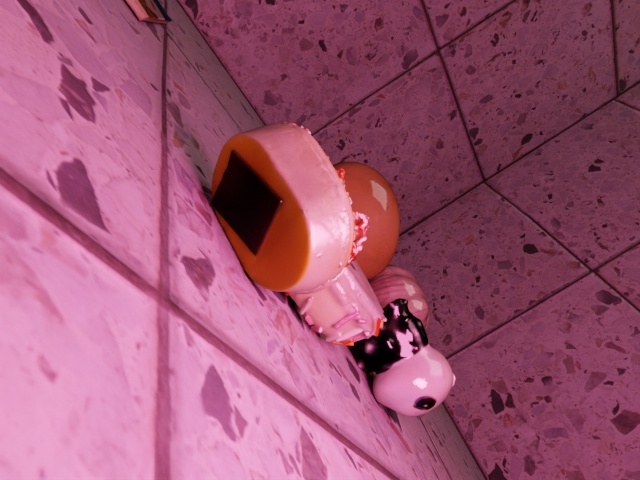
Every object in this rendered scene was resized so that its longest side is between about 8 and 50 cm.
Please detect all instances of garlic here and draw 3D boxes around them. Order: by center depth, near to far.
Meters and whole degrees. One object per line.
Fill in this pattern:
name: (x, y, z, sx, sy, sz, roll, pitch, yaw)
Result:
garlic: (0.222, 0.225, 1.479, 0.317, 0.259, 0.318, 178, -90, -75)

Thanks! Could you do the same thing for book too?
book: (-0.562, -0.766, 1.263, 0.300, 0.039, 0.428, 54, 7, -26)

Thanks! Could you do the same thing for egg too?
egg: (0.098, -0.058, 1.387, 0.301, 0.300, 0.375, -51, 136, -84)

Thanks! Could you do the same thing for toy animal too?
toy animal: (0.196, 0.302, 1.107, 0.267, 0.212, 0.212, 63, 7, 15)

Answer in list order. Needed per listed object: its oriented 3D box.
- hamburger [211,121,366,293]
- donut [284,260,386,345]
hamburger: (-0.058, -0.052, 0.733, 0.151, 0.227, 0.295, -12, 65, -51)
donut: (-0.002, 0.061, 0.971, 0.383, 0.142, 0.383, 56, 7, -10)
